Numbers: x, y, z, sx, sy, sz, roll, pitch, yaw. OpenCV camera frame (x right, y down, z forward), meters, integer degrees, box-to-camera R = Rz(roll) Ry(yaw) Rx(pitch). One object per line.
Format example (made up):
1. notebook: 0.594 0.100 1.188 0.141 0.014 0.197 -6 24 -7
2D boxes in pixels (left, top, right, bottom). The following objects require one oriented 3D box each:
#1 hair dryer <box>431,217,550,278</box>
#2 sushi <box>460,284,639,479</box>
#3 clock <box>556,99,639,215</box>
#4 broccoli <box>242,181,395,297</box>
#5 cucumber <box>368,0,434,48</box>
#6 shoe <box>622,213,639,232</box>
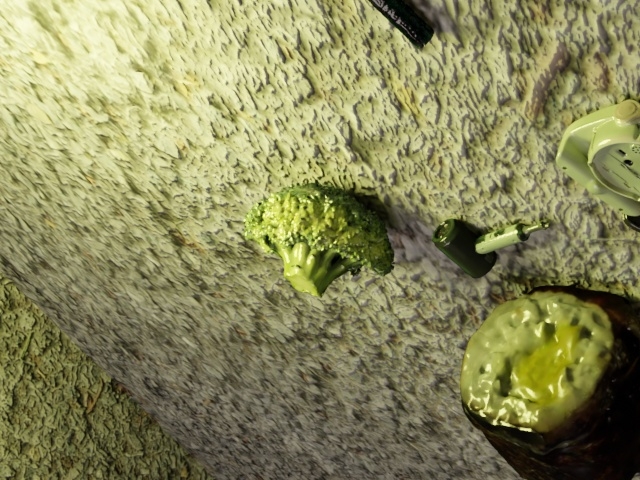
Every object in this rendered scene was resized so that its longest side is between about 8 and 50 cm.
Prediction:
1. hair dryer: 0.272 -0.006 1.699 0.100 0.057 0.198 39 143 -26
2. sushi: 0.401 0.245 1.778 0.281 0.299 0.294 38 169 51
3. clock: 0.401 -0.107 1.365 0.151 0.062 0.191 34 153 -16
4. broccoli: 0.002 -0.002 1.798 0.226 0.176 0.198 53 161 -7
5. cucumber: 0.085 -0.288 1.344 0.133 0.032 0.032 40 151 -25
6. shoe: 0.478 -0.010 1.487 0.159 0.062 0.053 25 167 1
